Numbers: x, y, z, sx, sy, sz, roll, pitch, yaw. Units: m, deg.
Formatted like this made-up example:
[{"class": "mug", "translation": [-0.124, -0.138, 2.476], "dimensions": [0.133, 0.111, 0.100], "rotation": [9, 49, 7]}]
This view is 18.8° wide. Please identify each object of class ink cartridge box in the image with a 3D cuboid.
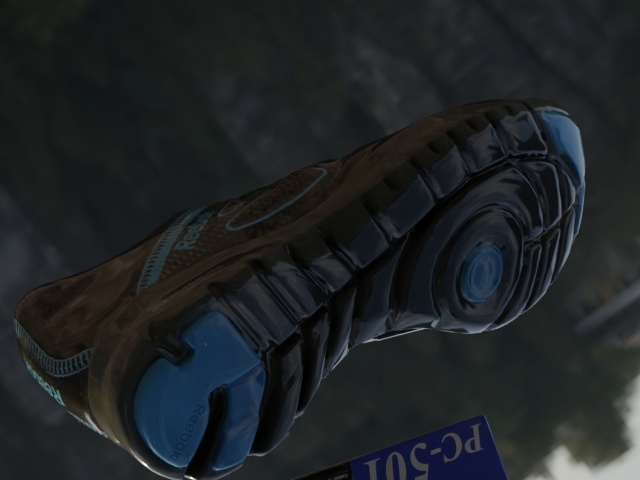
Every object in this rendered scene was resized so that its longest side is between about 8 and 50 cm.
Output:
[{"class": "ink cartridge box", "translation": [0.015, 0.179, 1.124], "dimensions": [0.207, 0.097, 0.046], "rotation": [-16, 170, -22]}]

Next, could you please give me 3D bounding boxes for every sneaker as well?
[{"class": "sneaker", "translation": [0.000, 0.000, 0.998], "dimensions": [0.341, 0.125, 0.140], "rotation": [-24, -152, -36]}]
